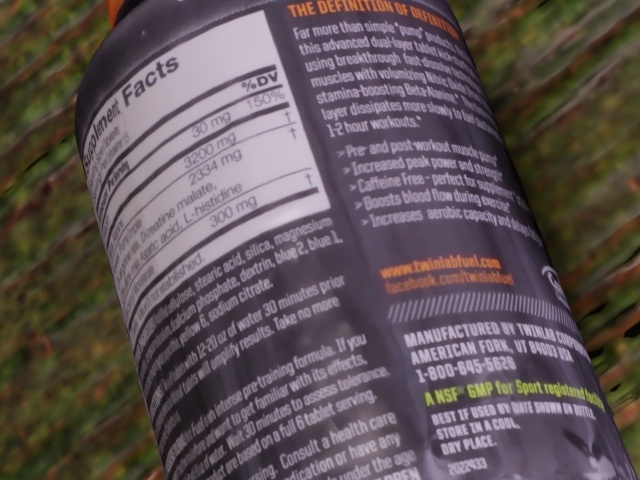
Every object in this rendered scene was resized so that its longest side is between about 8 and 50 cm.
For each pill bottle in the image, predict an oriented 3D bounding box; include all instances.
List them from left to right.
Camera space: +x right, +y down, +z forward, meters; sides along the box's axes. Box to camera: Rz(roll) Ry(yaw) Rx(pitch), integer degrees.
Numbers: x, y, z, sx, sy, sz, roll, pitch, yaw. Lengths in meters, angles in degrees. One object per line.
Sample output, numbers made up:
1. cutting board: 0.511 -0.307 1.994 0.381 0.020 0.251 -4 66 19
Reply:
1. pill bottle: 0.000 0.000 0.608 0.130 0.130 0.245 -27 61 17
